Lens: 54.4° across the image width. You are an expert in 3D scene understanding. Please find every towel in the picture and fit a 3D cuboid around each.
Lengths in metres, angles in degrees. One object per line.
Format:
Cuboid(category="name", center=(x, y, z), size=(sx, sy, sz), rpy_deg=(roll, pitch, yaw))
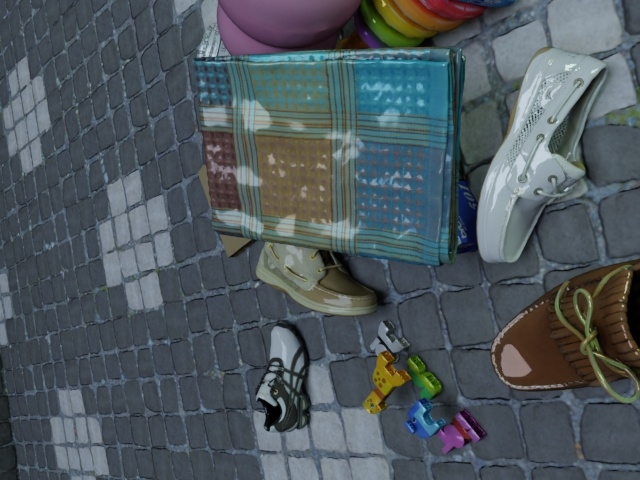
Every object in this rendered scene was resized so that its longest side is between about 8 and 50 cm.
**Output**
Cuboid(category="towel", center=(0.000, -0.110, 0.819), size=(0.370, 0.040, 0.272), rpy_deg=(7, 113, 25))

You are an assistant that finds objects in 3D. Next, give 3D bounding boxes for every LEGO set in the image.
Cuboid(category="LEGO set", center=(0.125, 0.239, 0.940), size=(0.227, 0.087, 0.093), rpy_deg=(50, 125, 29))

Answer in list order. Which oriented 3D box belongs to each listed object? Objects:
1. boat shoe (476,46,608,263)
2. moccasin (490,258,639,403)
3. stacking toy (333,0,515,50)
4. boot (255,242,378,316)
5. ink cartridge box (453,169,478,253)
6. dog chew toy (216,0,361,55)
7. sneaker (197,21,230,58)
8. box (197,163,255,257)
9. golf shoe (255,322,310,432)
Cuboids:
Cuboid(category="boat shoe", center=(0.272, -0.091, 0.761), size=(0.096, 0.098, 0.277), rpy_deg=(26, 110, 40))
Cuboid(category="moccasin", center=(0.347, 0.091, 0.674), size=(0.380, 0.147, 0.139), rpy_deg=(-23, 78, 42))
Cuboid(category="stacking toy", center=(0.106, -0.326, 0.876), size=(0.302, 0.175, 0.166), rpy_deg=(-30, 70, 53))
Cuboid(category="boot", center=(0.000, 0.000, 1.033), size=(0.262, 0.095, 0.204), rpy_deg=(23, 108, 43))
Cuboid(category="ink cartridge box", center=(0.159, -0.080, 0.869), size=(0.046, 0.097, 0.207), rpy_deg=(-38, 69, 39))
Cuboid(category="dog chew toy", center=(-0.055, -0.325, 0.875), size=(0.332, 0.206, 0.207), rpy_deg=(119, 131, -68))
Cuboid(category="sneaker", center=(-0.164, -0.282, 1.161), size=(0.145, 0.090, 0.270), rpy_deg=(9, 97, 43))
Cuboid(category="box", center=(-0.165, -0.089, 1.226), size=(0.164, 0.021, 0.201), rpy_deg=(-35, 71, 40))
Cuboid(category="golf shoe", center=(-0.073, 0.249, 1.124), size=(0.077, 0.093, 0.198), rpy_deg=(-13, 84, 44))
